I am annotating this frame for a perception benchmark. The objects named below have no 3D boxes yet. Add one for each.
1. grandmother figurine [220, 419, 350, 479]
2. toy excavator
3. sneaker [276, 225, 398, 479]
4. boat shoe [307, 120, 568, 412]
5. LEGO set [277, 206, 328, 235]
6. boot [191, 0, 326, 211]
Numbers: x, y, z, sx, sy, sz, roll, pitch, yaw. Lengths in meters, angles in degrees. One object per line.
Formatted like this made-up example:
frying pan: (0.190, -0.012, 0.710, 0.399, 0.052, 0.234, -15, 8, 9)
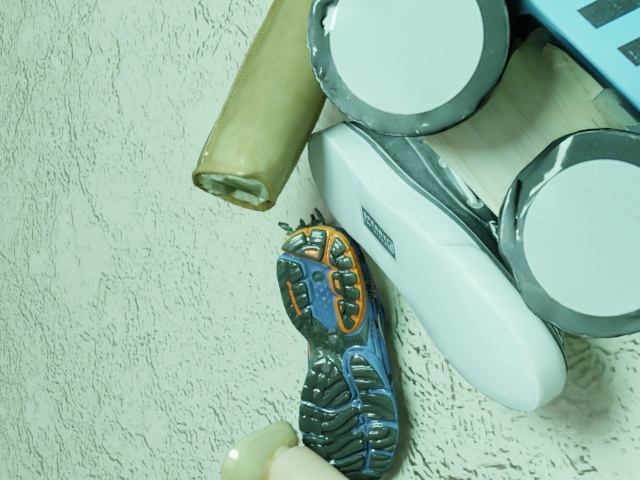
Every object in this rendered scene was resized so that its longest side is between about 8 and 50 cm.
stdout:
grandmother figurine: (0.078, 0.262, 0.931, 0.342, 0.104, 0.208, 28, 156, 38)
toy excavator: (0.176, -0.234, 0.733, 0.445, 0.222, 0.433, -45, 85, 11)
sneaker: (0.025, 0.089, 1.048, 0.083, 0.087, 0.221, -2, 104, 19)
boat shoe: (0.099, -0.001, 0.928, 0.301, 0.102, 0.108, 49, 156, 48)
LEGO set: (0.000, 0.003, 1.117, 0.083, 0.023, 0.054, 48, 128, 23)
boot: (0.001, -0.159, 0.946, 0.236, 0.089, 0.269, 138, 157, -80)
